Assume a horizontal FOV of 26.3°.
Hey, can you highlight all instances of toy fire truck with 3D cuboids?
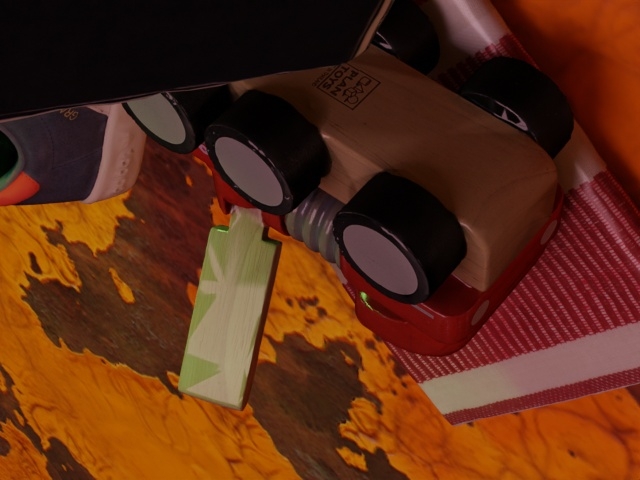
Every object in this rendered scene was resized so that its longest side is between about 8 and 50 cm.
[{"bbox_3d":[0.000,0.000,0.731,0.217,0.158,0.246,33,155,22],"label":"toy fire truck"}]

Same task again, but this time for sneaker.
[{"bbox_3d":[-0.172,-0.148,0.790,0.131,0.148,0.350,55,146,38],"label":"sneaker"}]

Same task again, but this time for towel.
[{"bbox_3d":[0.054,-0.047,0.769,0.329,0.037,0.237,54,147,-7],"label":"towel"}]

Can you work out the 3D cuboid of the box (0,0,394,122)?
[{"bbox_3d":[-0.125,-0.344,0.318,0.472,0.297,0.480,67,153,22],"label":"box"}]
